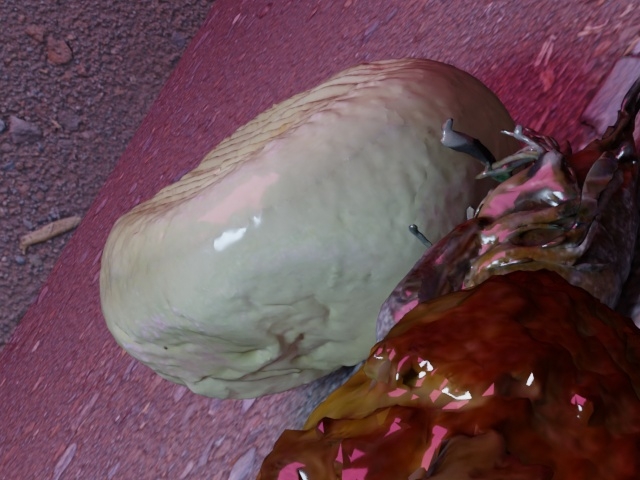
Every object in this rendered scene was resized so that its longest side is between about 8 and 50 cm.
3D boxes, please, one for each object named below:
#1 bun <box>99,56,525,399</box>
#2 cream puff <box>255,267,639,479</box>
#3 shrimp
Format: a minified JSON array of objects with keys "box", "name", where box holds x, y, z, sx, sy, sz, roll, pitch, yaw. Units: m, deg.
[{"box":[0.000,0.000,1.142,0.361,0.213,0.361,-32,10,6],"name":"bun"},{"box":[0.070,0.188,0.567,0.350,0.228,0.350,-54,-24,-39],"name":"cream puff"},{"box":[0.145,-0.013,0.955,0.145,0.116,0.343,15,55,31],"name":"shrimp"}]
